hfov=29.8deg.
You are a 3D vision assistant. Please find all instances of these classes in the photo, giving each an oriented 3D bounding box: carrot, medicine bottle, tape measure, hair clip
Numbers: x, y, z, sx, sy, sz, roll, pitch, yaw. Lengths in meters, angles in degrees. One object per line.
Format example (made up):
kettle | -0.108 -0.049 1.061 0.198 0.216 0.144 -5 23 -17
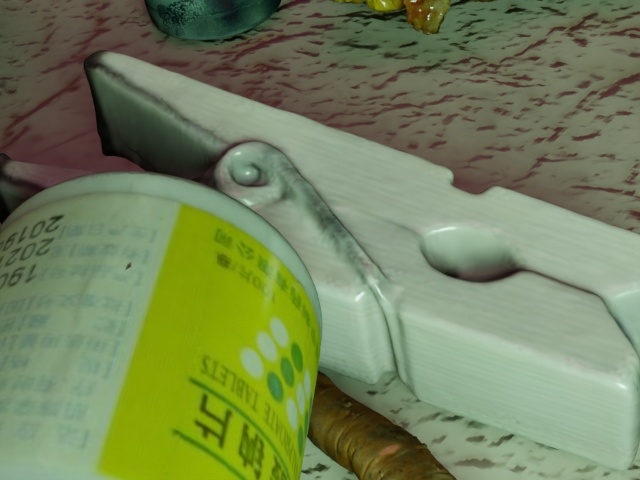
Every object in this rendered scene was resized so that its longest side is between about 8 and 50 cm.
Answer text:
carrot | 0.027 0.090 0.477 0.036 0.035 0.165 -25 38 -19
medicine bottle | -0.082 0.102 0.398 0.143 0.143 0.258 -1 39 11
tape measure | -0.075 -0.230 0.807 0.104 0.179 0.107 -13 33 -31
hair clip | 0.001 0.004 0.553 0.331 0.085 0.101 20 48 24

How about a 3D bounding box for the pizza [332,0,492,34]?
pizza | 0.075 -0.201 0.798 0.290 0.081 0.229 19 40 34
